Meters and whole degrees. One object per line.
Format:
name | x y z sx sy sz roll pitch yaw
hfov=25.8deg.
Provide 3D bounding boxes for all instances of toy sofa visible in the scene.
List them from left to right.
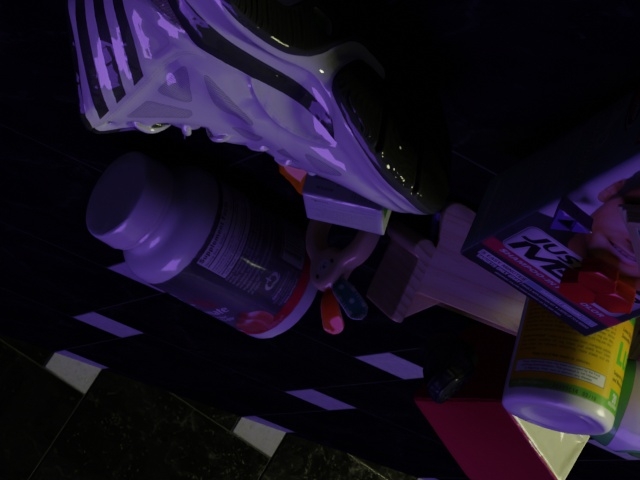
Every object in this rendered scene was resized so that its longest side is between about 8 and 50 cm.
toy sofa | 0.262 0.073 1.884 0.363 0.177 0.150 22 -174 -15

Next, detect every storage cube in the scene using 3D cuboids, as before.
storage cube | 0.303 0.252 2.173 0.193 0.183 0.215 -8 124 51

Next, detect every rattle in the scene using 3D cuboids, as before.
rattle | 0.000 0.000 1.765 0.130 0.199 0.143 5 158 31

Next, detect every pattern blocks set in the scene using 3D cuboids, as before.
pattern blocks set | 0.377 0.020 1.320 0.325 0.026 0.285 14 152 21

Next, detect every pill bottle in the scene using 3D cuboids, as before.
pill bottle | -0.163 0.002 1.951 0.318 0.176 0.176 31 157 -36
pill bottle | 0.316 0.104 1.716 0.136 0.245 0.136 15 162 5

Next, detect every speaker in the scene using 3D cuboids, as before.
speaker | 0.503 0.250 1.792 0.297 0.131 0.131 19 162 3

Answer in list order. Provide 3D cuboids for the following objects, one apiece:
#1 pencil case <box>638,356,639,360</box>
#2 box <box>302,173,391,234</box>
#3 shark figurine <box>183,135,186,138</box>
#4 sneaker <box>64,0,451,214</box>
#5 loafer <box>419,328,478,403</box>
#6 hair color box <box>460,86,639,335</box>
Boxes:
pencil case | 0.559 0.183 1.971 0.236 0.104 0.104 17 162 -2
box | 0.040 -0.074 1.671 0.102 0.101 0.087 14 162 8
shark figurine | -0.045 -0.159 1.493 0.278 0.116 0.166 6 158 24
sneaker | -0.069 -0.151 1.366 0.258 0.169 0.447 -13 144 33
loafer | 0.167 0.167 1.907 0.078 0.076 0.223 46 -169 3
hair color box | 0.324 -0.032 1.431 0.185 0.113 0.374 32 152 -13
